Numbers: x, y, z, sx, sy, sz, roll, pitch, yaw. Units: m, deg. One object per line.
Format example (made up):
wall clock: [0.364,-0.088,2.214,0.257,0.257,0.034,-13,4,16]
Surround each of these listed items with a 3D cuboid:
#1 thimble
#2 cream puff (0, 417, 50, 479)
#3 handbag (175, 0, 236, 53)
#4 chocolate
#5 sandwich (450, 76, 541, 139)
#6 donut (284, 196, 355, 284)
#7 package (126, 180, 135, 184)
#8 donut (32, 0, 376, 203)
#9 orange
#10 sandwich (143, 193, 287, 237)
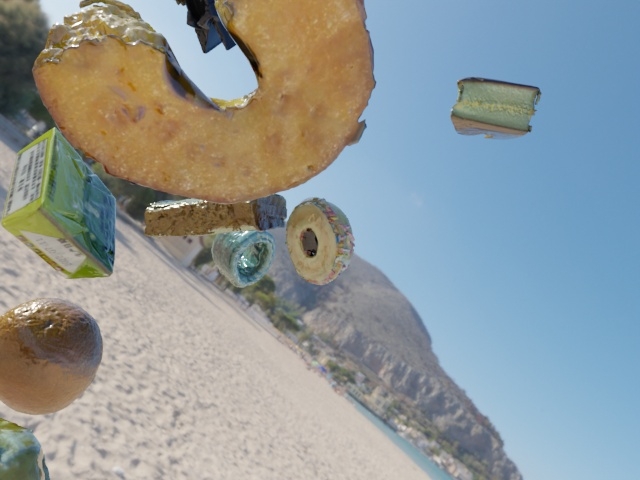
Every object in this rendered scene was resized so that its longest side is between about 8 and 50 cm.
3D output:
thimble: [-0.270,0.044,1.779,0.143,0.235,0.198,34,18,37]
cream puff: [-0.574,0.380,0.697,0.378,0.275,0.378,11,-13,3]
handbag: [-0.215,-0.608,1.117,0.122,0.329,0.303,5,-47,31]
chocolate: [-0.664,-0.081,1.331,0.288,0.137,0.301,68,4,-51]
sandwich: [0.372,-0.307,1.177,0.236,0.122,0.128,3,2,-26]
donut: [0.000,0.000,0.988,0.068,0.174,0.175,-11,29,-40]
package: [-0.503,-0.268,1.356,0.040,0.232,0.166,-19,-52,35]
donut: [-0.141,-0.242,0.751,0.377,0.435,0.163,59,9,-39]
orange: [-0.826,0.348,1.528,0.322,0.357,0.322,20,33,-14]
sandwich: [-0.209,-0.054,1.090,0.251,0.087,0.226,-3,0,16]
